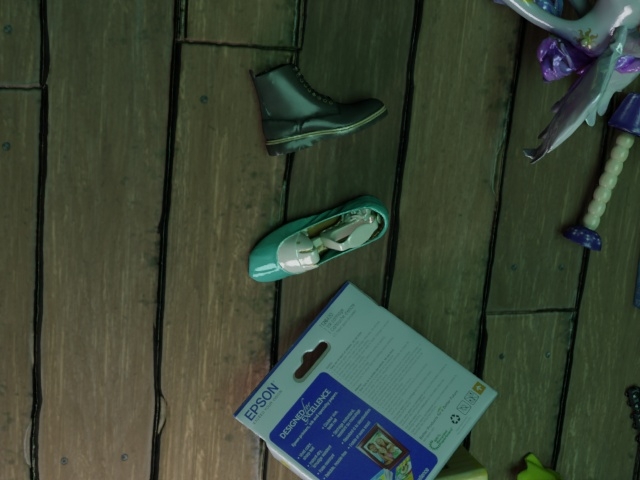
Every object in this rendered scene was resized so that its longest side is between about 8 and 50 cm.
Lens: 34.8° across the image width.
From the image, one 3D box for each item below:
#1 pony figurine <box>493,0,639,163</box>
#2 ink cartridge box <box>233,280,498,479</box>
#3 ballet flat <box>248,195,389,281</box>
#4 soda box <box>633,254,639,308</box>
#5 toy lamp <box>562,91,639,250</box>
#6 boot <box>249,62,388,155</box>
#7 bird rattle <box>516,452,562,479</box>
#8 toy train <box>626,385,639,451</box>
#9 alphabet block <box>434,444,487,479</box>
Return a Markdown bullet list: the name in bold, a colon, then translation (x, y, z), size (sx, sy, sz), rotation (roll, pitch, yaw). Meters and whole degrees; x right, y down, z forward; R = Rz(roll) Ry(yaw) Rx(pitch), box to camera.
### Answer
- **pony figurine**: translation (0.433, -0.320, 1.576), size (0.363, 0.351, 0.303), rotation (48, 46, 3)
- **ink cartridge box**: translation (0.073, 0.269, 1.641), size (0.307, 0.072, 0.303), rotation (36, 69, 16)
- **ballet flat**: translation (0.000, 0.000, 1.624), size (0.247, 0.087, 0.083), rotation (-26, 112, -10)
- **soda box**: translation (0.629, 0.029, 1.857), size (0.071, 0.067, 0.210), rotation (-2, 106, -18)
- **toy lamp**: translation (0.504, -0.121, 1.770), size (0.080, 0.080, 0.274), rotation (19, 100, -22)
- **boot**: translation (-0.003, -0.222, 1.573), size (0.198, 0.077, 0.137), rotation (-20, 105, -14)
- **bird rattle**: translation (0.440, 0.522, 1.925), size (0.207, 0.143, 0.253), rotation (-44, 127, 9)
- **toy train**: translation (0.620, 0.349, 1.965), size (0.036, 0.027, 0.158), rotation (-27, 111, -22)
- **alphabet block**: translation (0.158, 0.452, 1.745), size (0.197, 0.193, 0.192), rotation (-7, 108, -17)
